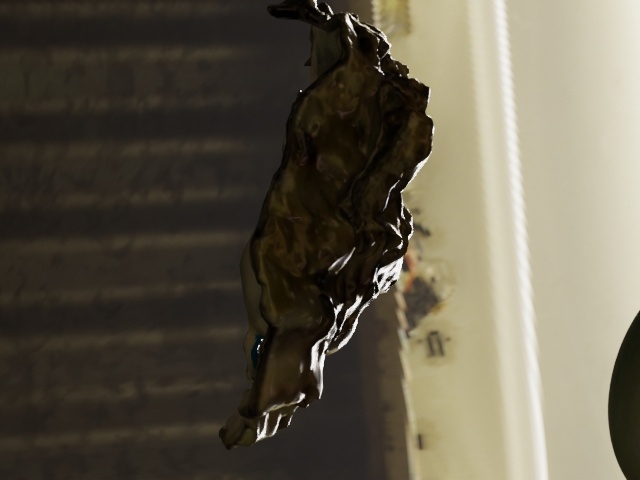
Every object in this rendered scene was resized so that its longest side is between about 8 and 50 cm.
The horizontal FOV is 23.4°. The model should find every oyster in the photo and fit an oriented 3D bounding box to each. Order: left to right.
[{"bbox_3d":[0.000,0.000,0.699,0.083,0.214,0.223,11,-122,3],"label":"oyster"}]

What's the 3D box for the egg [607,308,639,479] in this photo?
[{"bbox_3d":[0.205,0.070,0.770,0.114,0.114,0.152,18,-82,-12],"label":"egg"}]
